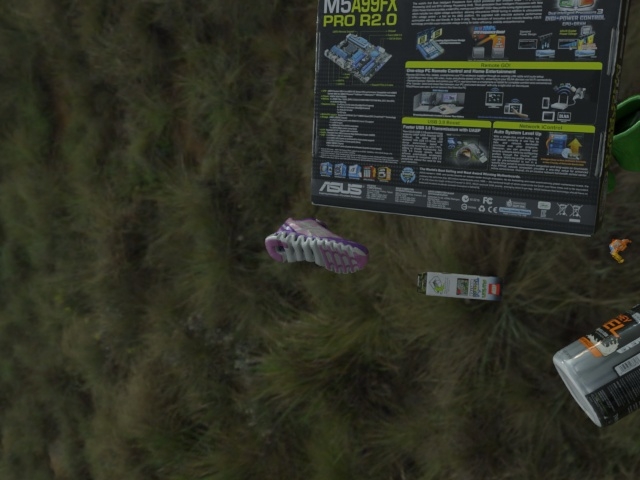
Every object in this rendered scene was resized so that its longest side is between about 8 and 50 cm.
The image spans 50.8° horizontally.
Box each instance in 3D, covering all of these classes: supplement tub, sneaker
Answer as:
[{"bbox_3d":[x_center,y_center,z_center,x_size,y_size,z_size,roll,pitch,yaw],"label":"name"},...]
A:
[{"bbox_3d":[0.428,0.158,0.915,0.191,0.117,0.117,-32,72,4],"label":"supplement tub"},{"bbox_3d":[0.000,0.000,1.492,0.237,0.104,0.095,11,138,21],"label":"sneaker"}]

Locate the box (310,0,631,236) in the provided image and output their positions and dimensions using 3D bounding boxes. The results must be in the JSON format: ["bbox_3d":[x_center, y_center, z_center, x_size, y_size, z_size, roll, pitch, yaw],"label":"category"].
[{"bbox_3d":[0.124,-0.127,0.614,0.270,0.060,0.216,8,102,27],"label":"box"}]

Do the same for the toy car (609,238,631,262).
[{"bbox_3d":[0.754,0.017,1.698,0.040,0.122,0.060,45,106,8],"label":"toy car"}]

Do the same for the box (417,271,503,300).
[{"bbox_3d":[0.221,0.074,1.098,0.114,0.207,0.036,4,87,5],"label":"box"}]

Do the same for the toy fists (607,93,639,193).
[{"bbox_3d":[0.564,-0.165,1.333,0.279,0.142,0.096,-41,41,22],"label":"toy fists"}]
